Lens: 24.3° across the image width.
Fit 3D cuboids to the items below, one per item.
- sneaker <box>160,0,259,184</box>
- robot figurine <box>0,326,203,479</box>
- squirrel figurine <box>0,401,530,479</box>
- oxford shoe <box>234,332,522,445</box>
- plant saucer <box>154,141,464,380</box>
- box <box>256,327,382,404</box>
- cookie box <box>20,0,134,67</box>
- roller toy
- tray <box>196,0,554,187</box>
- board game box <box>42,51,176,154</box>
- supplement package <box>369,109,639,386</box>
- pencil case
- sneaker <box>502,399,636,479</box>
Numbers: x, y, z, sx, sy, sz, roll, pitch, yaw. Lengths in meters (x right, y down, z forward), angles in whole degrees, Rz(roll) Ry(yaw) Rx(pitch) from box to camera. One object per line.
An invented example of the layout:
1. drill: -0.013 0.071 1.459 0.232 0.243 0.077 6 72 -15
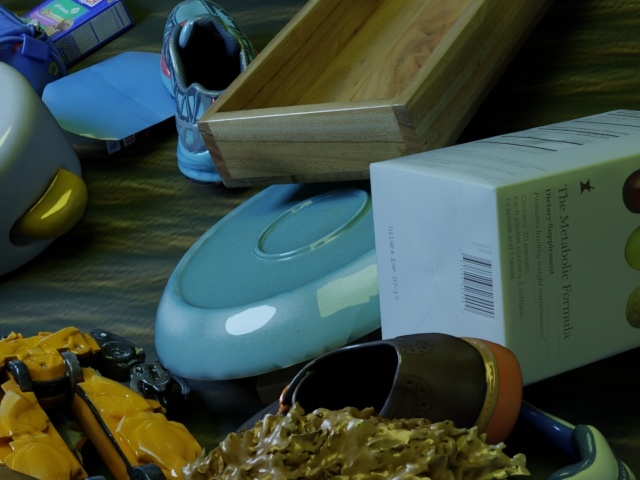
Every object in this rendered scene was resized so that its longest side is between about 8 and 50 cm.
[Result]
1. sneaker: -0.099 -0.175 1.431 0.104 0.125 0.262 -7 42 -9
2. robot figurine: -0.184 0.161 1.108 0.211 0.085 0.291 -7 31 -30
3. squirrel figurine: -0.079 0.221 0.799 0.397 0.370 0.281 -40 42 -19
4. oxford shoe: 0.002 0.111 0.949 0.271 0.098 0.097 -31 50 45
5. plant saucer: 0.000 0.000 1.187 0.317 0.044 0.318 -24 22 10
6. box: 0.055 0.056 1.170 0.201 0.021 0.164 -13 29 13
7. cookie box: -0.278 -0.244 1.669 0.107 0.040 0.092 -36 41 -16
8. roller toy: -0.330 -0.065 1.412 0.209 0.146 0.191 -20 51 6
9. tray: 0.083 -0.191 1.312 0.202 0.076 0.411 -1 36 34
10. board game box: -0.198 -0.137 1.512 0.168 0.033 0.133 -29 46 -33
11. supplement package: 0.173 -0.003 1.026 0.244 0.139 0.134 -15 17 -32
12. pencil case: -0.385 -0.218 1.626 0.306 0.119 0.133 38 97 46
13. sneaker: 0.084 0.135 1.009 0.296 0.131 0.112 10 51 35
